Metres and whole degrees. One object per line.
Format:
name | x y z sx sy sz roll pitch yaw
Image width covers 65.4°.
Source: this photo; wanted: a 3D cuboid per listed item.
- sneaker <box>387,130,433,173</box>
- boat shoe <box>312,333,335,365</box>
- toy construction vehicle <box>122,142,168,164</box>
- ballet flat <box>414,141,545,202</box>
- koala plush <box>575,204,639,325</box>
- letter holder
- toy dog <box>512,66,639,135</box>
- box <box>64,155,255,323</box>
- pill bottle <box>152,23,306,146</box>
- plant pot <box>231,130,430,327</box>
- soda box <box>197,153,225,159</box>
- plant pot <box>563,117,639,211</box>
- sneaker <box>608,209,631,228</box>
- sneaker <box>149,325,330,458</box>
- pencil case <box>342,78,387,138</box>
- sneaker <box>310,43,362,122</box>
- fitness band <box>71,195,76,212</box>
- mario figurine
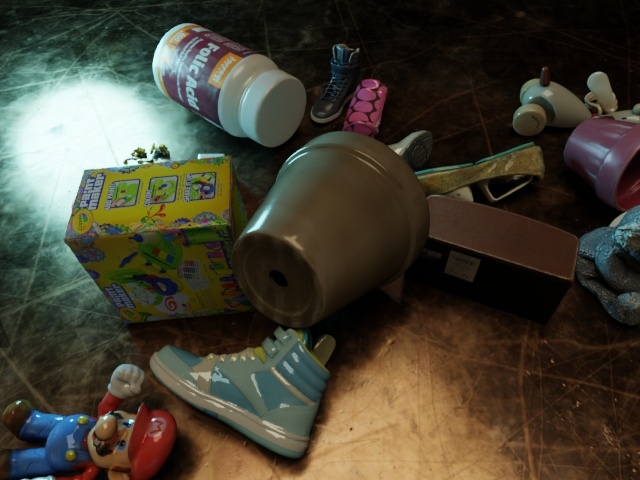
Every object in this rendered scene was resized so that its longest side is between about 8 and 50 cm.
sneaker | 0.164 -0.197 1.230 0.297 0.111 0.129 -34 41 -27
boat shoe | -0.020 0.236 0.950 0.049 0.042 0.133 39 74 -6
toy construction vehicle | -0.470 -0.231 1.337 0.098 0.035 0.086 3 53 6
ballet flat | 0.366 -0.138 1.176 0.348 0.123 0.123 -15 53 -5
koala plush | 0.617 0.009 0.967 0.196 0.221 0.203 -28 56 -16
letter holder | 0.356 0.001 1.037 0.302 0.152 0.214 19 54 17
toy dog | 0.668 -0.365 1.288 0.333 0.161 0.220 -4 53 1
box | -0.287 0.009 0.981 0.279 0.290 0.177 -5 52 -2
pill bottle | -0.244 -0.415 1.345 0.392 0.224 0.224 32 61 26
plant pot | 0.000 0.000 0.906 0.323 0.323 0.280 24 40 20
soda box | -0.275 -0.111 1.208 0.069 0.074 0.216 0 53 3
plant pot | 0.679 -0.194 1.150 0.201 0.201 0.180 -23 40 -14
sneaker | 0.713 -0.025 1.089 0.152 0.058 0.084 -14 44 -15
sneaker | -0.128 0.215 0.887 0.319 0.127 0.208 25 80 11
pencil case | 0.129 -0.353 1.359 0.098 0.095 0.209 -16 45 37
sneaker | 0.042 -0.446 1.391 0.086 0.163 0.226 26 60 20
fitness band | -0.464 -0.074 1.206 0.291 0.054 0.209 26 59 23
mario figurine | -0.396 0.317 0.823 0.320 0.170 0.198 -6 87 9
